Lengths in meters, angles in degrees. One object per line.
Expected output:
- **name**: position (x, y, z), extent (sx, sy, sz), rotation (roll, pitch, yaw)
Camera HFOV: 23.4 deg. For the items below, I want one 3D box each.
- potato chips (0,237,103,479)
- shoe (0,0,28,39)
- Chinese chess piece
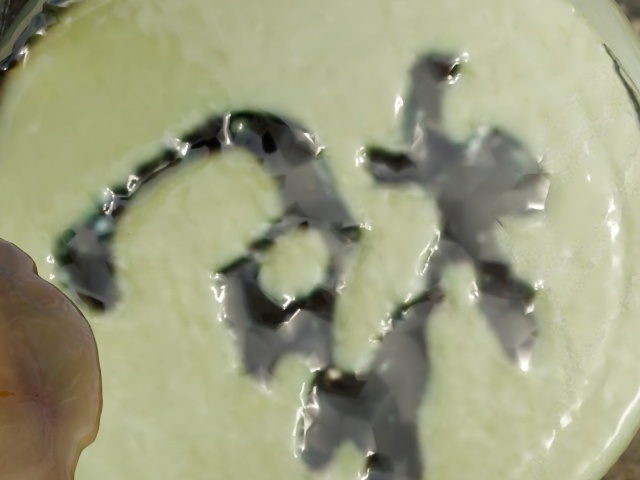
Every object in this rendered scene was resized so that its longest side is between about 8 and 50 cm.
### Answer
- **potato chips**: position (-0.155, 0.054, 0.385), extent (0.202, 0.049, 0.150), rotation (-3, 71, 5)
- **shoe**: position (-0.218, -0.237, 0.901), extent (0.171, 0.336, 0.132), rotation (25, 38, 18)
- **Chinese chess piece**: position (0.000, 0.000, 0.729), extent (0.349, 0.349, 0.146), rotation (19, 15, -4)
